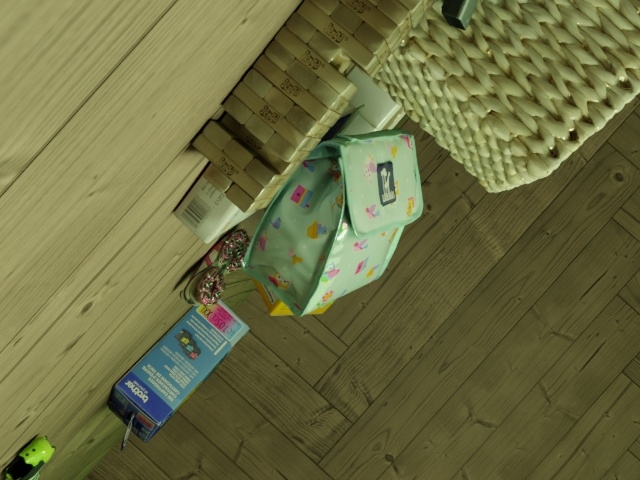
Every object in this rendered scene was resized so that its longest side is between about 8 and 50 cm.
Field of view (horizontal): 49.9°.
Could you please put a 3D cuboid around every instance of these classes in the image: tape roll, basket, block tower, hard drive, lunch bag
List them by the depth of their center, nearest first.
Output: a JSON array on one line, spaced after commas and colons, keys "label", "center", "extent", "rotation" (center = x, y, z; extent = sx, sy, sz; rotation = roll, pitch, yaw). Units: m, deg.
[{"label": "hard drive", "center": [0.154, -0.274, 0.659], "extent": [0.135, 0.022, 0.094], "rotation": [-68, 170, 15]}, {"label": "block tower", "center": [0.005, -0.183, 0.702], "extent": [0.335, 0.091, 0.097], "rotation": [-49, 178, 11]}, {"label": "basket", "center": [0.235, -0.257, 0.871], "extent": [0.266, 0.328, 0.331], "rotation": [-46, 178, 2]}, {"label": "lunch bag", "center": [0.035, -0.045, 1.024], "extent": [0.223, 0.160, 0.262], "rotation": [-19, 141, -52]}, {"label": "tape roll", "center": [0.098, -0.252, 1.253], "extent": [0.286, 0.100, 0.286], "rotation": [-47, 178, -2]}]

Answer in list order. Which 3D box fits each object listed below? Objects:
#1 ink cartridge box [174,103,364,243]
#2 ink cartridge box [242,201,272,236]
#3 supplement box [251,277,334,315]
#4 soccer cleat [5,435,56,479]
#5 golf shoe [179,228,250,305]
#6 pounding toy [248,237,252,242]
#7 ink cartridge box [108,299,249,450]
[{"label": "ink cartridge box", "center": [-0.053, -0.123, 0.971], "extent": [0.175, 0.069, 0.371], "rotation": [-49, 176, 24]}, {"label": "ink cartridge box", "center": [-0.039, -0.066, 1.185], "extent": [0.180, 0.060, 0.104], "rotation": [-25, -168, -28]}, {"label": "supplement box", "center": [0.000, 0.000, 1.672], "extent": [0.195, 0.194, 0.356], "rotation": [5, 135, -47]}, {"label": "soccer cleat", "center": [-0.538, 0.420, 1.240], "extent": [0.072, 0.060, 0.178], "rotation": [-28, 155, -56]}, {"label": "golf shoe", "center": [-0.199, 0.045, 1.303], "extent": [0.086, 0.067, 0.186], "rotation": [-2, -140, 39]}, {"label": "pounding toy", "center": [-0.062, -0.071, 1.354], "extent": [0.237, 0.110, 0.183], "rotation": [-39, 170, -15]}, {"label": "ink cartridge box", "center": [-0.384, 0.345, 1.738], "extent": [0.395, 0.151, 0.270], "rotation": [-45, 177, -31]}]
